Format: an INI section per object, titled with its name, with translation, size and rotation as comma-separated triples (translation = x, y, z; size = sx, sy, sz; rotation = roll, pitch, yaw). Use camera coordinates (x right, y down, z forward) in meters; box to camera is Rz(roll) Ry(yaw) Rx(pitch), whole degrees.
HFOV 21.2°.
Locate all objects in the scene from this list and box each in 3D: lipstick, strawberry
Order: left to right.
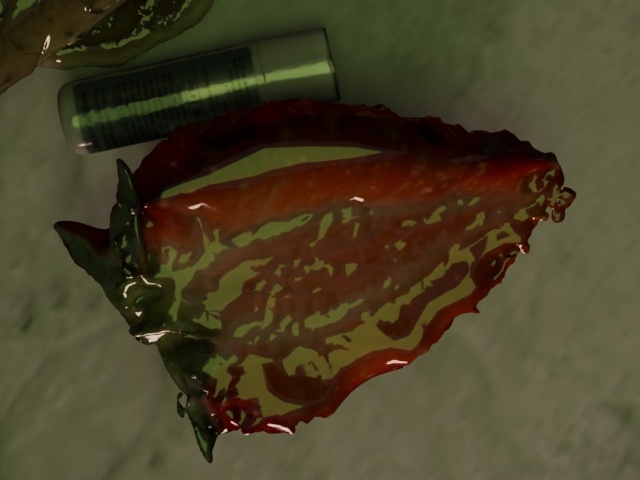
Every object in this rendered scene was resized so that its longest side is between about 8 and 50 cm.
[lipstick]
translation = -0.062, -0.076, 0.870
size = 0.141, 0.040, 0.040
rotation = -12, 106, 0
[strawberry]
translation = -0.003, -0.015, 0.861
size = 0.228, 0.098, 0.174
rotation = -34, 109, 4

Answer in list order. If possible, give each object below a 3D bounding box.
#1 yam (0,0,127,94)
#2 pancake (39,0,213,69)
[yam]
translation = -0.077, -0.166, 0.804
size = 0.317, 0.067, 0.071
rotation = -37, 110, 4
[pancake]
translation = -0.118, -0.158, 0.849
size = 0.151, 0.025, 0.152
rotation = -1, 100, -3
